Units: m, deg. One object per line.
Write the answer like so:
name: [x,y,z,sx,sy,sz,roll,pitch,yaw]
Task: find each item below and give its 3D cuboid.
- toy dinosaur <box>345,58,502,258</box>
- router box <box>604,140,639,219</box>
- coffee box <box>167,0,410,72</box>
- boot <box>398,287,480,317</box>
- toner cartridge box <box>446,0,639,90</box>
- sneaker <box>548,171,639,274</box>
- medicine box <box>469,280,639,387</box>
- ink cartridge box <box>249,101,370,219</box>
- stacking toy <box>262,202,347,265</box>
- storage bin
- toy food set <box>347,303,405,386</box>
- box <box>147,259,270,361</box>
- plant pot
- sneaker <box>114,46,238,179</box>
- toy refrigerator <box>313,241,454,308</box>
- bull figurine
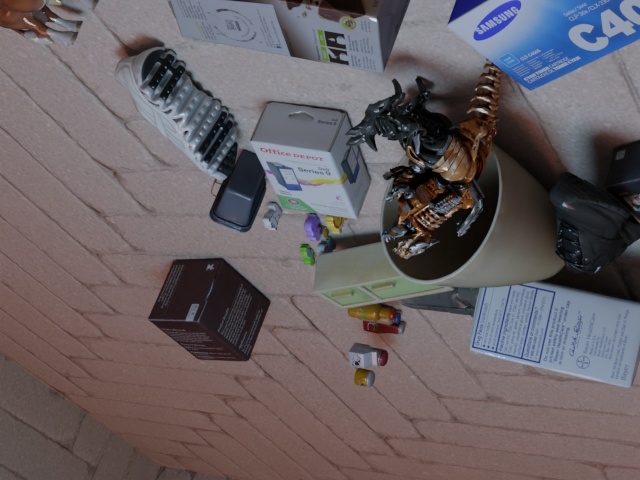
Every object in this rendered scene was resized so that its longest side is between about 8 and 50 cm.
toy dinosaur: [0.180,-0.133,1.682,0.218,0.322,0.164,41,-175,22]
router box: [0.620,-0.074,1.638,0.243,0.081,0.309,37,150,-29]
coffee box: [-0.038,-0.346,1.485,0.297,0.168,0.119,12,153,15]
boot: [0.272,0.137,2.293,0.208,0.076,0.189,-4,131,28]
toner cartridge box: [0.334,-0.314,1.389,0.165,0.075,0.348,33,151,-22]
sneaker: [0.421,-0.014,1.745,0.109,0.130,0.286,43,-171,36]
medicine box: [0.436,0.155,2.016,0.289,0.149,0.263,13,-179,15]
ink cartridge box: [-0.014,-0.138,1.949,0.154,0.093,0.212,10,150,21]
stacking toy: [0.000,0.000,2.247,0.167,0.052,0.221,4,150,30]
storage bin: [-0.151,-0.102,2.084,0.098,0.135,0.091,22,142,-3]
toy food set: [0.132,0.226,2.500,0.104,0.111,0.232,8,120,23]
box: [-0.258,0.166,2.611,0.167,0.168,0.203,-2,146,39]
plant pot: [0.285,-0.026,1.822,0.274,0.256,0.256,17,160,-38]
sneaker: [-0.249,-0.222,1.956,0.118,0.110,0.292,5,143,43]
toy refrigerator: [0.125,0.066,2.182,0.269,0.094,0.102,-12,150,35]
bull figurine: [-0.433,-0.410,1.714,0.188,0.101,0.310,27,153,-18]
